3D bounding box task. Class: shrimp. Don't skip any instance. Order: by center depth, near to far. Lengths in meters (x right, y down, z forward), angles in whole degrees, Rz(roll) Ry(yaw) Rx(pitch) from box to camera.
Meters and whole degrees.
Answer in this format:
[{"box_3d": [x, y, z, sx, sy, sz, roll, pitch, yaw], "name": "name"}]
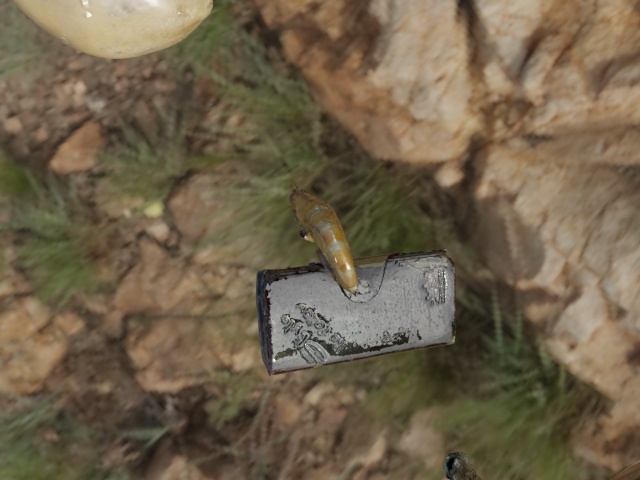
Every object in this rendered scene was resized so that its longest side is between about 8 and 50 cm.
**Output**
[{"box_3d": [0.007, -0.004, 1.484, 0.045, 0.162, 0.095, -37, 123, 2], "name": "shrimp"}, {"box_3d": [0.205, 0.271, 1.491, 0.152, 0.046, 0.219, -13, 140, 25], "name": "shrimp"}]

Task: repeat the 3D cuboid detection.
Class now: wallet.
[{"box_3d": [0.043, 0.079, 1.658, 0.232, 0.031, 0.122, -8, 105, -15], "name": "wallet"}]

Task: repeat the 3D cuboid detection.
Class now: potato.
[{"box_3d": [-0.134, -0.170, 0.880, 0.147, 0.112, 0.112, 41, 125, -5], "name": "potato"}]

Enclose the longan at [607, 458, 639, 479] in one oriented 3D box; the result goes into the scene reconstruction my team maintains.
[{"box_3d": [0.239, 0.183, 0.735, 0.246, 0.215, 0.246, -3, 137, -3], "name": "longan"}]
